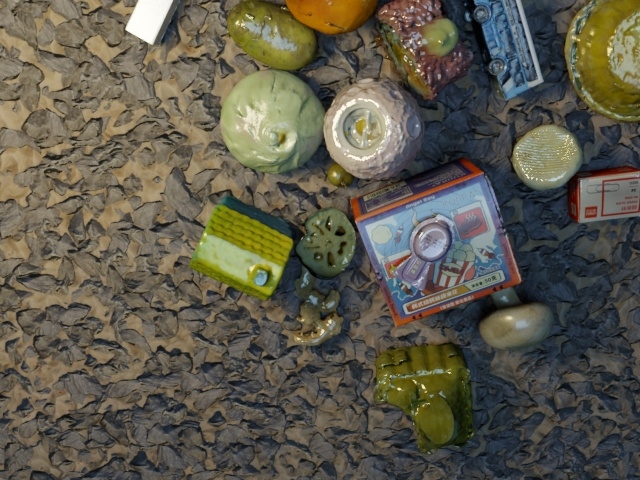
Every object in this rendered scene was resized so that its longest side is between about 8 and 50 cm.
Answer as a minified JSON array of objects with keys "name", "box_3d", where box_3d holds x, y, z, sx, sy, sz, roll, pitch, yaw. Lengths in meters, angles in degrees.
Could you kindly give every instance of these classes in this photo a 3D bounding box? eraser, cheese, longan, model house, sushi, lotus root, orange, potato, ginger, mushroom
[{"name":"eraser","box_3d":[-0.383,-0.643,1.622,0.078,0.076,0.298,29,104,-8]},{"name":"cheese","box_3d":[0.257,0.025,1.578,0.105,0.042,0.191,30,104,-5]},{"name":"longan","box_3d":[0.057,-0.174,1.762,0.075,0.083,0.075,-12,144,-9]},{"name":"model house","box_3d":[-0.201,0.031,1.716,0.237,0.303,0.216,25,98,-7]},{"name":"sushi","box_3d":[0.259,-0.489,1.596,0.170,0.236,0.270,-32,103,-2]},{"name":"lotus root","box_3d":[0.002,0.003,1.803,0.183,0.078,0.204,-42,121,-16]},{"name":"orange","box_3d":[0.027,-0.613,1.547,0.245,0.246,0.246,0,106,0]},{"name":"potato","box_3d":[-0.117,-0.520,1.645,0.251,0.113,0.150,17,99,-14]},{"name":"ginger","box_3d":[-0.005,0.179,1.879,0.149,0.065,0.259,-3,101,-13]},{"name":"mushroom","box_3d":[0.546,0.221,1.846,0.206,0.209,0.207,-12,132,-13]}]

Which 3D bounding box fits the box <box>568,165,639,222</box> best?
[{"name":"box","box_3d":[0.780,-0.125,1.770,0.182,0.099,0.133,-5,108,2]}]

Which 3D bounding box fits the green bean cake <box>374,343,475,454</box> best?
[{"name":"green bean cake","box_3d":[0.305,0.476,1.893,0.284,0.202,0.310,-10,106,5]}]

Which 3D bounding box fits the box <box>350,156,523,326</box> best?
[{"name":"box","box_3d":[0.296,-0.002,1.723,0.348,0.257,0.319,-20,104,5]}]

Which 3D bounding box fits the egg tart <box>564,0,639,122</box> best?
[{"name":"egg tart","box_3d":[0.823,-0.486,1.638,0.387,0.169,0.388,1,107,4]}]

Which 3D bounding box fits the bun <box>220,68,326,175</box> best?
[{"name":"bun","box_3d":[-0.128,-0.300,1.672,0.282,0.179,0.284,1,105,2]}]

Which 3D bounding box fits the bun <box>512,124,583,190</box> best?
[{"name":"bun","box_3d":[0.609,-0.218,1.741,0.183,0.102,0.184,-5,75,18]}]

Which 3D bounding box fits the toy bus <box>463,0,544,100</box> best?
[{"name":"toy bus","box_3d":[0.461,-0.517,1.653,0.130,0.106,0.298,-21,107,3]}]

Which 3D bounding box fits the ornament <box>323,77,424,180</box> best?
[{"name":"ornament","box_3d":[0.137,-0.282,1.651,0.259,0.225,0.260,3,98,22]}]
